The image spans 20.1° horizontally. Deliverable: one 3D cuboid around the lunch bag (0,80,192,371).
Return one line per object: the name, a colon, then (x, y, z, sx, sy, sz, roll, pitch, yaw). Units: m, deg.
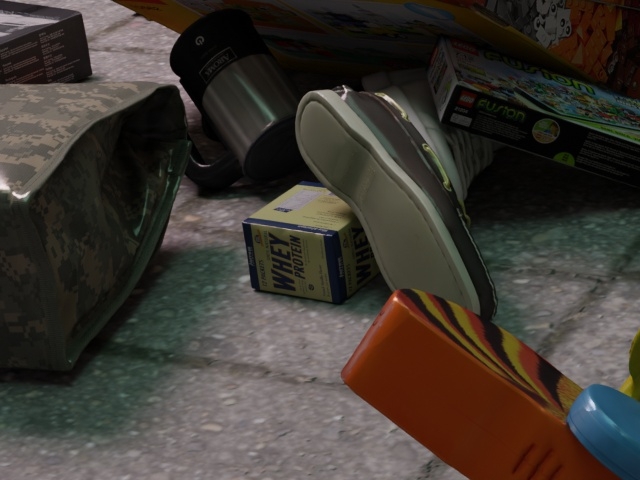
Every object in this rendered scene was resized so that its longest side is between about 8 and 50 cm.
lunch bag: (-0.248, -0.032, 1.369, 0.235, 0.169, 0.287, 0, 29, 19)

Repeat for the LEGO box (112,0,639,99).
LEGO box: (0.025, -0.275, 1.593, 0.500, 0.193, 0.372, 12, -6, 38)

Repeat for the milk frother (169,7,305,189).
milk frother: (-0.058, -0.108, 1.586, 0.143, 0.129, 0.135, 7, 42, -52)

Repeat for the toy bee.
toy bee: (0.150, 0.141, 0.897, 0.195, 0.298, 0.162, -36, -18, 22)

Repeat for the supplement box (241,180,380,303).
supplement box: (0.000, 0.000, 1.352, 0.083, 0.056, 0.083, 8, 28, 33)

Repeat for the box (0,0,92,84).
box: (-0.430, -0.170, 1.859, 0.242, 0.076, 0.307, 13, 31, 40)

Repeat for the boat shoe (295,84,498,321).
boat shoe: (0.066, -0.026, 1.284, 0.068, 0.081, 0.228, -11, 54, -35)

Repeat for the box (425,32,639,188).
box: (0.188, -0.098, 1.421, 0.207, 0.036, 0.114, 17, 25, -12)

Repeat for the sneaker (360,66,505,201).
sneaker: (0.105, -0.091, 1.463, 0.123, 0.106, 0.290, -11, 22, 0)
